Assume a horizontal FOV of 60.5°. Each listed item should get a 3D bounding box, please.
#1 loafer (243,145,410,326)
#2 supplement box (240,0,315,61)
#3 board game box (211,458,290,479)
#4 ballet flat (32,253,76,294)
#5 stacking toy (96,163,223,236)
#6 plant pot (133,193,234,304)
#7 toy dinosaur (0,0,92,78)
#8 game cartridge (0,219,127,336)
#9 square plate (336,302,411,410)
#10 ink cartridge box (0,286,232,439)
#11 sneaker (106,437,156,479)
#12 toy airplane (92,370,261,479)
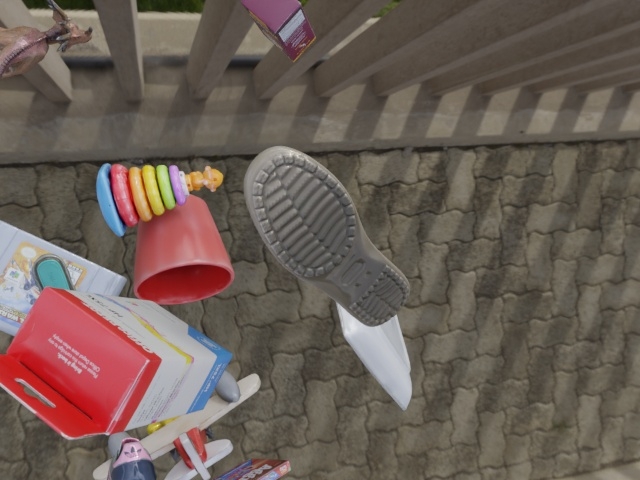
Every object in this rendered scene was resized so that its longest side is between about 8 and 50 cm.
[{"bbox_3d":[0.000,0.000,0.605,0.102,0.092,0.268,-44,127,-6],"label":"loafer"},{"bbox_3d":[-0.086,-0.478,1.196,0.104,0.188,0.081,44,96,7],"label":"supplement box"},{"bbox_3d":[-0.213,0.551,1.204,0.281,0.145,0.027,-11,86,-49],"label":"board game box"},{"bbox_3d":[-0.471,0.124,1.016,0.072,0.068,0.213,-18,100,-23],"label":"ballet flat"},{"bbox_3d":[-0.399,-0.135,1.404,0.302,0.166,0.175,-14,109,-9],"label":"stacking toy"},{"bbox_3d":[-0.398,0.019,1.543,0.275,0.275,0.243,-9,65,-16],"label":"plant pot"},{"bbox_3d":[-0.601,-0.401,1.126,0.201,0.295,0.127,-10,132,5],"label":"toy dinosaur"},{"bbox_3d":[-0.583,0.103,1.130,0.297,0.062,0.198,27,67,-15],"label":"game cartridge"},{"bbox_3d":[0.088,0.097,1.024,0.049,0.343,0.347,-20,140,12],"label":"square plate"},{"bbox_3d":[-0.201,0.116,0.551,0.134,0.231,0.078,29,88,17],"label":"ink cartridge box"},{"bbox_3d":[-0.441,0.528,1.289,0.112,0.319,0.130,0,75,-27],"label":"sneaker"},{"bbox_3d":[-0.398,0.513,1.545,0.385,0.386,0.272,-24,95,27],"label":"toy airplane"}]
